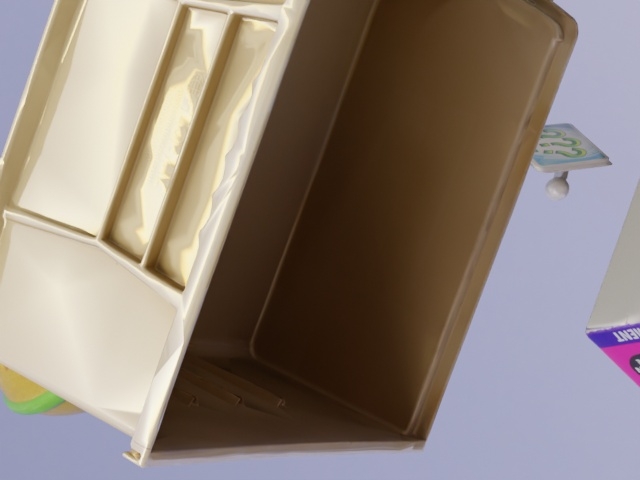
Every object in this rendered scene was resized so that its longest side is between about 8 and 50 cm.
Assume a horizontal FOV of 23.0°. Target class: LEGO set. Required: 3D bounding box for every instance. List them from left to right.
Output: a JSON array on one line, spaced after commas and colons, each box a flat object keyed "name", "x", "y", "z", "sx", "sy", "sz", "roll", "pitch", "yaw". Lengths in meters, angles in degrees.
[{"name": "LEGO set", "x": 0.074, "y": -0.103, "z": 1.078, "sx": 0.182, "sy": 0.060, "sz": 0.244, "roll": -6, "pitch": -157, "yaw": -9}]

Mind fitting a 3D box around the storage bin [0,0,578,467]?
[{"name": "storage bin", "x": -0.010, "y": -0.041, "z": 0.738, "sx": 0.123, "sy": 0.260, "sz": 0.262, "roll": 23, "pitch": -174, "yaw": 29}]

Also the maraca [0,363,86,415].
[{"name": "maraca", "x": -0.137, "y": 0.047, "z": 0.963, "sx": 0.099, "sy": 0.186, "sz": 0.127, "roll": 37, "pitch": -129, "yaw": -27}]

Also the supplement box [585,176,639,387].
[{"name": "supplement box", "x": 0.225, "y": 0.050, "z": 0.630, "sx": 0.220, "sy": 0.111, "sz": 0.114, "roll": 41, "pitch": -123, "yaw": -27}]

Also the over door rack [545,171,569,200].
[{"name": "over door rack", "x": 0.000, "y": 0.000, "z": 1.175, "sx": 0.324, "sy": 0.239, "sz": 0.108, "roll": 4, "pitch": -121, "yaw": -34}]
